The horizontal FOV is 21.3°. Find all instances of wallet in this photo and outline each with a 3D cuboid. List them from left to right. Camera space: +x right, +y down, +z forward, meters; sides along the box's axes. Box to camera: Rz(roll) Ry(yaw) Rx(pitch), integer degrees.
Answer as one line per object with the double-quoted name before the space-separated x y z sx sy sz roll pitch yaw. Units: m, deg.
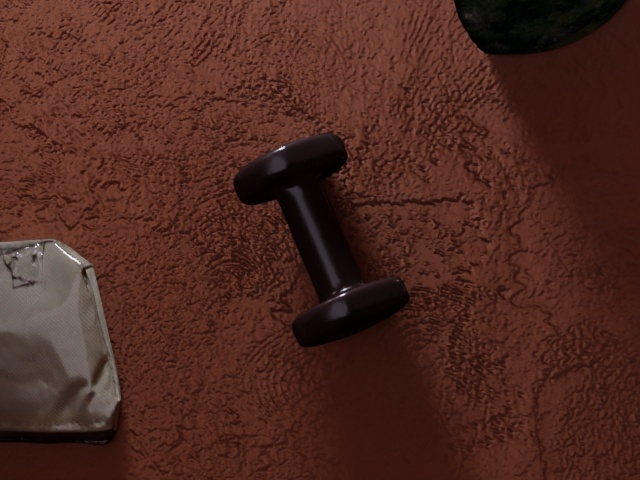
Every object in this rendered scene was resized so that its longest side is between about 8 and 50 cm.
"wallet" -0.409 0.140 2.136 0.335 0.068 0.275 -3 92 14

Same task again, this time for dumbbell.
"dumbbell" 0.000 0.000 1.938 0.124 0.140 0.225 -40 70 61

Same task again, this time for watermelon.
"watermelon" 0.242 -0.311 1.863 0.207 0.136 0.202 -8 92 6
